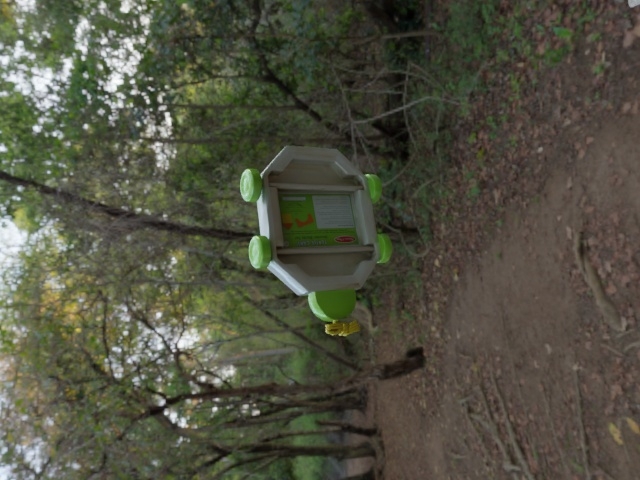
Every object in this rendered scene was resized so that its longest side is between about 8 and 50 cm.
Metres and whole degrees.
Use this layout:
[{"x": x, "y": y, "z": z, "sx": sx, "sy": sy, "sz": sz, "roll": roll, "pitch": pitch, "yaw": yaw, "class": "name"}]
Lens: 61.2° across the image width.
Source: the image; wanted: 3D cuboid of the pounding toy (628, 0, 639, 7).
[{"x": 0.743, "y": -0.505, "z": 1.041, "sx": 0.269, "sy": 0.154, "sz": 0.154, "roll": -104, "pitch": -5, "yaw": -70, "class": "pounding toy"}]

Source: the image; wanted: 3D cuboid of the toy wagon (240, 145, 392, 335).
[{"x": 0.000, "y": 0.000, "z": 0.961, "sx": 0.068, "sy": 0.267, "sz": 0.345, "roll": -29, "pitch": 66, "yaw": 58, "class": "toy wagon"}]
